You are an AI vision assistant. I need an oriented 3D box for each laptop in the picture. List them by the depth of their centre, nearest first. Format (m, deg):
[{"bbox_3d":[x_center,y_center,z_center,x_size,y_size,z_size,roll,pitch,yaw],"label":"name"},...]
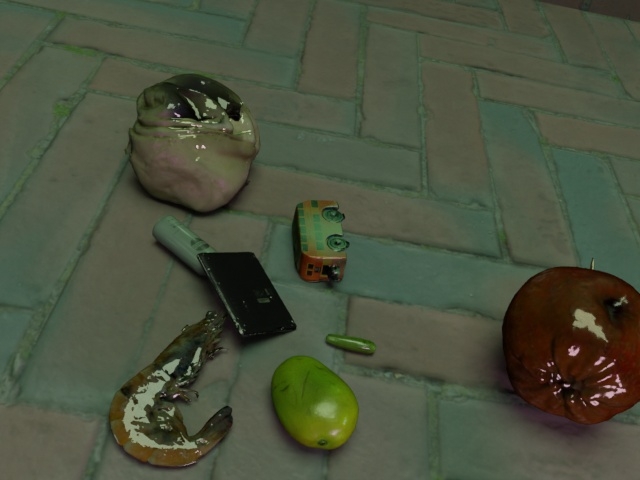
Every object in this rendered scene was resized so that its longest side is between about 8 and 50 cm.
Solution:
[{"bbox_3d":[-0.128,0.088,1.162,0.129,0.016,0.180,0,47,-47],"label":"laptop"}]

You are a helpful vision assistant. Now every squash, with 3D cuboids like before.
[{"bbox_3d":[0.052,0.178,1.151,0.089,0.027,0.027,10,43,-1],"label":"squash"}]

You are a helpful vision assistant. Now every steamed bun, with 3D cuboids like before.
[{"bbox_3d":[-0.266,-0.226,1.369,0.275,0.206,0.320,-23,50,-31],"label":"steamed bun"}]

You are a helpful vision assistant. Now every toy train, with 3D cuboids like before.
[{"bbox_3d":[0.000,0.000,1.290,0.099,0.072,0.188,4,43,-11],"label":"toy train"}]

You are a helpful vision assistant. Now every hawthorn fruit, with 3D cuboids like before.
[{"bbox_3d":[0.423,0.169,1.103,0.258,0.258,0.262,28,17,15],"label":"hawthorn fruit"}]

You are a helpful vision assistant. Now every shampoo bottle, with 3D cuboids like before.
[{"bbox_3d":[-0.223,0.026,1.219,0.195,0.056,0.056,35,47,21],"label":"shampoo bottle"}]

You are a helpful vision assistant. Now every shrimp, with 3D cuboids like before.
[{"bbox_3d":[-0.188,0.219,1.031,0.169,0.058,0.296,33,48,9],"label":"shrimp"}]

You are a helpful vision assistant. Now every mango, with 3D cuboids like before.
[{"bbox_3d":[-0.015,0.249,1.021,0.117,0.089,0.163,-32,47,-29],"label":"mango"}]
